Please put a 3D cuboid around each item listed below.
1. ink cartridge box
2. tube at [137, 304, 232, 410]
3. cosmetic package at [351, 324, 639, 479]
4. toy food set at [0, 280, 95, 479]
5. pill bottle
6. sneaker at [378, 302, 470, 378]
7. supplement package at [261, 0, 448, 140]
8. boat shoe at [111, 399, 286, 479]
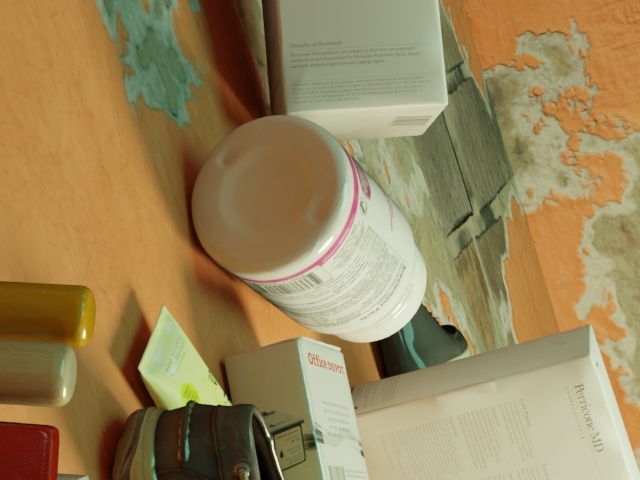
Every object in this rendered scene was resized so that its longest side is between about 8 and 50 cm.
[{"bbox_3d":[-0.015,0.196,1.521,0.139,0.082,0.191,27,48,-69],"label":"ink cartridge box"},{"bbox_3d":[-0.085,0.172,1.364,0.070,0.062,0.240,19,-39,60],"label":"tube"},{"bbox_3d":[0.222,0.310,1.837,0.097,0.284,0.377,-61,133,-67],"label":"cosmetic package"},{"bbox_3d":[-0.203,0.140,0.992,0.111,0.104,0.232,29,64,-86],"label":"toy food set"},{"bbox_3d":[0.000,0.000,1.612,0.283,0.160,0.160,43,35,-62],"label":"pill bottle"},{"bbox_3d":[0.128,0.109,2.064,0.222,0.083,0.118,-32,106,-72],"label":"sneaker"},{"bbox_3d":[0.028,-0.266,1.767,0.177,0.175,0.293,129,-44,-81],"label":"supplement package"},{"bbox_3d":[-0.038,0.268,1.291,0.132,0.130,0.355,-84,153,-50],"label":"boat shoe"}]
